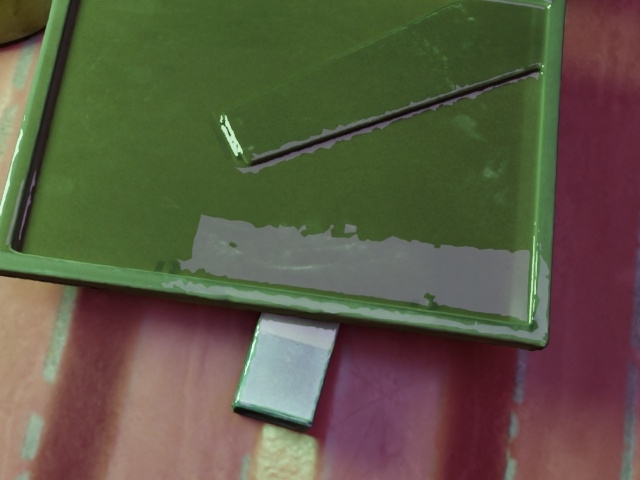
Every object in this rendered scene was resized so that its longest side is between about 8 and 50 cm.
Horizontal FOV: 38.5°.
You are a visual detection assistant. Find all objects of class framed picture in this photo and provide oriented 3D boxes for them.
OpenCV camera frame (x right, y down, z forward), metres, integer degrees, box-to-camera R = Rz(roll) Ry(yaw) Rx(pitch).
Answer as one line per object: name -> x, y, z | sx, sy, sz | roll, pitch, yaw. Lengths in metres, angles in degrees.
framed picture -> -0.021, -0.096, 0.768 | 0.447, 0.028, 0.325 | 9, 72, 0

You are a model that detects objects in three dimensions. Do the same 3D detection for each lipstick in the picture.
lipstick -> 0.000, 0.000, 0.790 | 0.068, 0.066, 0.317 | 16, 73, -2

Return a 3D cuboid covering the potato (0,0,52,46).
potato -> -0.352, -0.293, 0.793 | 0.299, 0.116, 0.239 | 7, 69, -9
